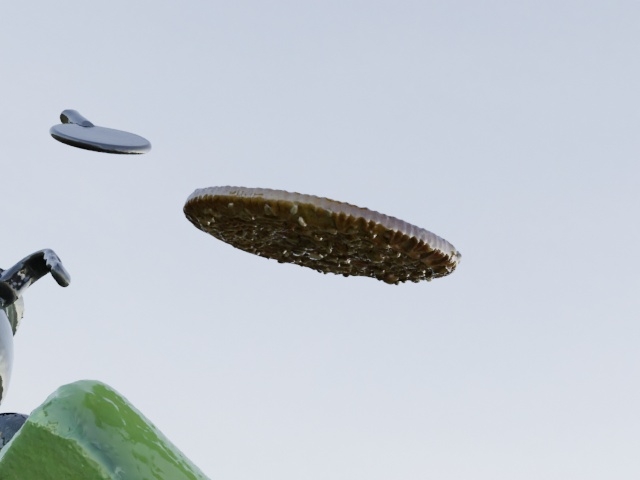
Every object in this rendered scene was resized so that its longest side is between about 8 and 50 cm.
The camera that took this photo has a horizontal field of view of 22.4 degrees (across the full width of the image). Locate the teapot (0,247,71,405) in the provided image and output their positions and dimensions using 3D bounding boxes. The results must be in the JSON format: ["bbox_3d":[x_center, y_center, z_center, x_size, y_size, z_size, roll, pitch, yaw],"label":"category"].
[{"bbox_3d":[-0.503,0.097,2.243,0.223,0.285,0.305,29,-71,-10],"label":"teapot"}]

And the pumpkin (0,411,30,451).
[{"bbox_3d":[-0.369,0.297,1.992,0.190,0.146,0.190,7,-33,5],"label":"pumpkin"}]

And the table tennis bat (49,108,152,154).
[{"bbox_3d":[-0.340,-0.161,2.412,0.150,0.027,0.236,4,13,-27],"label":"table tennis bat"}]

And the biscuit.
[{"bbox_3d":[0.000,0.000,1.709,0.305,0.038,0.305,12,-10,2],"label":"biscuit"}]

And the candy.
[{"bbox_3d":[-0.144,0.275,1.478,0.343,0.132,0.142,43,11,12],"label":"candy"}]
